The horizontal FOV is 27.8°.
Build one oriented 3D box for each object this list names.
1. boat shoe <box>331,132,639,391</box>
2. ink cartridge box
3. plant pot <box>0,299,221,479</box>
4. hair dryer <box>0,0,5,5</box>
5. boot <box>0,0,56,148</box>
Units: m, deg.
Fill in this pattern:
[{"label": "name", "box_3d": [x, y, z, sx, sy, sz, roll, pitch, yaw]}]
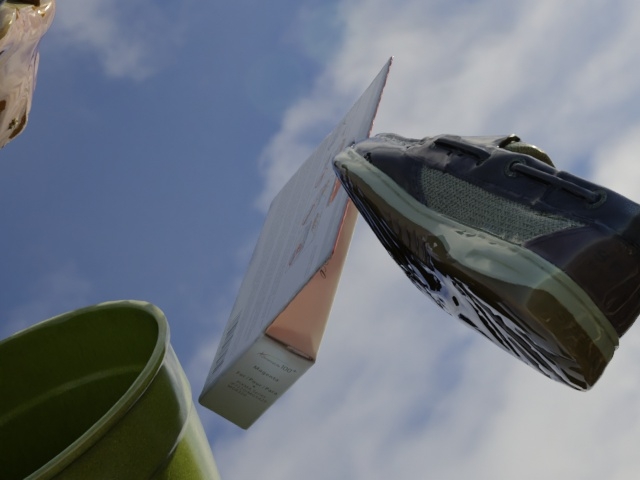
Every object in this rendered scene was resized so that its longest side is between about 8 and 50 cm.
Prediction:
[{"label": "boat shoe", "box_3d": [0.049, -0.005, 0.370, 0.049, 0.152, 0.056, -39, -62, -5]}, {"label": "ink cartridge box", "box_3d": [0.000, 0.000, 1.155, 0.060, 0.239, 0.275, 31, -137, -13]}, {"label": "plant pot", "box_3d": [-0.223, 0.304, 1.206, 0.366, 0.366, 0.353, -41, -67, -34]}, {"label": "hair dryer", "box_3d": [-0.262, -0.061, 0.694, 0.080, 0.223, 0.294, 22, -89, -57]}, {"label": "boot", "box_3d": [-0.328, -0.149, 1.216, 0.295, 0.104, 0.211, -64, -7, -47]}]
